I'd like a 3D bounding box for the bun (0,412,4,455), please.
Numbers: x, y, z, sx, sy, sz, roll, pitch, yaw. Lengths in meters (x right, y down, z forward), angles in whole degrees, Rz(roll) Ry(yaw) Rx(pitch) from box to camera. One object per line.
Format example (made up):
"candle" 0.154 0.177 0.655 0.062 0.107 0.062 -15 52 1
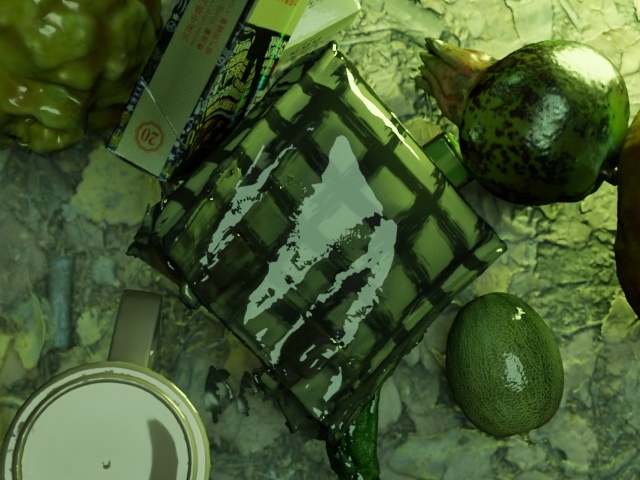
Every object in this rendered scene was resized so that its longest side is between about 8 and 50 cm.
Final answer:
"bun" -0.495 0.219 1.144 0.299 0.165 0.298 1 82 -9

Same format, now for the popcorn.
"popcorn" -0.313 -0.271 1.208 0.290 0.325 0.321 4 125 -13

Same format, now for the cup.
"cup" -0.203 0.220 1.144 0.208 0.273 0.288 36 73 3

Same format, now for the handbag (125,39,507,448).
"handbag" 0.000 0.000 1.189 0.325 0.162 0.327 48 64 -12

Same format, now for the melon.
"melon" 0.224 0.158 1.298 0.139 0.139 0.192 -13 79 -12

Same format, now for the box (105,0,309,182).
"box" -0.106 -0.220 1.206 0.084 0.198 0.310 30 102 7

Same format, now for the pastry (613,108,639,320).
"pastry" 0.477 -0.033 1.302 0.356 0.164 0.355 -1 91 -50

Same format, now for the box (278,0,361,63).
"box" -0.084 -0.356 1.352 0.168 0.071 0.259 -30 87 -13

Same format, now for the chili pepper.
"chili pepper" 0.057 0.216 1.297 0.122 0.065 0.278 18 82 -21

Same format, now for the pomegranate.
"pomegranate" 0.239 -0.145 1.330 0.277 0.222 0.203 4 88 23

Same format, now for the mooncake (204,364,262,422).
"mooncake" 0.017 0.109 1.310 0.347 0.057 0.150 -13 76 -10

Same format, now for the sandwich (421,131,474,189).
"sandwich" 0.134 -0.079 1.385 0.116 0.074 0.074 -35 90 19
